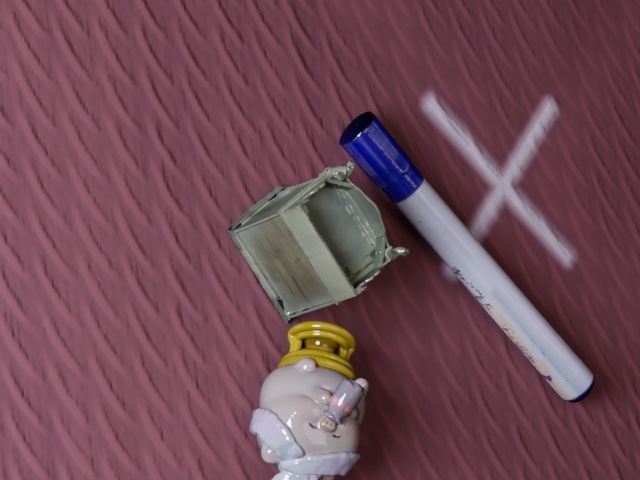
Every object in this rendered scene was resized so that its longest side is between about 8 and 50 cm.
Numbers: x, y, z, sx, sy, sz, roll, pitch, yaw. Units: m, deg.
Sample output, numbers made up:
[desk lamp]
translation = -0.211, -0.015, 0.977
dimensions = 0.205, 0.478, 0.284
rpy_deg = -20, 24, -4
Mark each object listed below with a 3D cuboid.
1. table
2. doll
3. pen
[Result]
[table]
translation = 0.000, 0.000, 1.283
dimensions = 0.062, 0.083, 0.079
rpy_deg = -40, 102, -37
[doll]
translation = -0.001, 0.114, 1.252
dimensions = 0.073, 0.084, 0.127
rpy_deg = 27, 56, -29
[pen]
translation = 0.108, 0.016, 1.398
dimensions = 0.269, 0.033, 0.033
rpy_deg = 48, 54, -18
